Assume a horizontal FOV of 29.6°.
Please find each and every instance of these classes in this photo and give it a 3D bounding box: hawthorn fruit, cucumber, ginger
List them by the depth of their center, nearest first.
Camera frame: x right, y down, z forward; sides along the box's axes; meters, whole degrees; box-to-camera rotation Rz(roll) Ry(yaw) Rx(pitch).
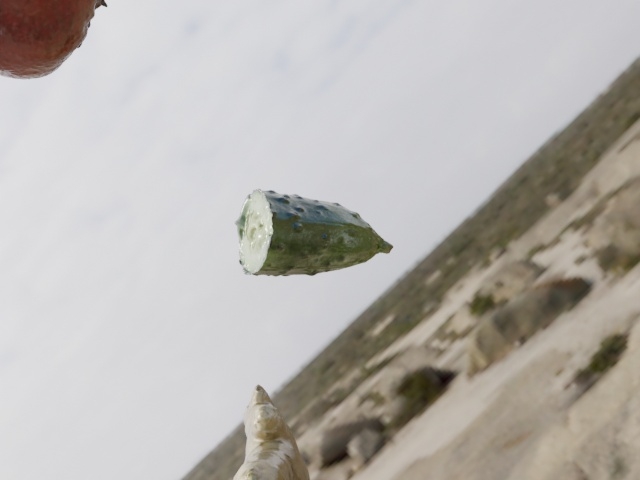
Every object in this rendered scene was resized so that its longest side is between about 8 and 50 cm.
[{"bbox_3d":[-0.059,0.255,1.383,0.081,0.148,0.334,-25,19,4],"label":"ginger"},{"bbox_3d":[-0.440,-0.368,1.632,0.265,0.307,0.265,-48,21,26],"label":"hawthorn fruit"},{"bbox_3d":[0.000,-0.003,1.865,0.244,0.134,0.134,7,-34,-25],"label":"cucumber"}]
